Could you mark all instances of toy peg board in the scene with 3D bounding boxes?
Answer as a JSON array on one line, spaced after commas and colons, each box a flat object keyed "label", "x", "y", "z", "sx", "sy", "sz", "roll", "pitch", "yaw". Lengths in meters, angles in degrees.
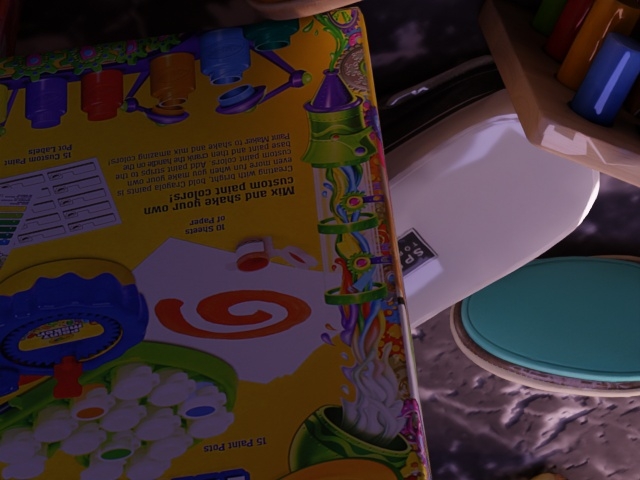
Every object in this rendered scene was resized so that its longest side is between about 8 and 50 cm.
[{"label": "toy peg board", "x": 0.170, "y": -0.081, "z": 0.904, "sx": 0.161, "sy": 0.160, "sz": 0.079, "roll": 20, "pitch": 113, "yaw": -13}]

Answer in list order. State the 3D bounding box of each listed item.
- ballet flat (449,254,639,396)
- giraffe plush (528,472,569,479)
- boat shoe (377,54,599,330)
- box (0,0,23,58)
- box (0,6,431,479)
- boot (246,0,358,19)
[{"label": "ballet flat", "x": 0.195, "y": 0.052, "z": 1.063, "sx": 0.248, "sy": 0.086, "sz": 0.086, "roll": -3, "pitch": 130, "yaw": 4}, {"label": "giraffe plush", "x": 0.097, "y": 0.260, "z": 1.200, "sx": 0.210, "sy": 0.181, "sz": 0.170, "roll": -6, "pitch": 152, "yaw": -6}, {"label": "boat shoe", "x": -0.002, "y": -0.003, "z": 1.006, "sx": 0.306, "sy": 0.105, "sz": 0.113, "roll": -34, "pitch": 117, "yaw": 20}, {"label": "box", "x": -0.226, "y": -0.039, "z": 0.973, "sx": 0.128, "sy": 0.122, "sz": 0.257, "roll": 10, "pitch": 130, "yaw": -7}, {"label": "box", "x": -0.103, "y": 0.078, "z": 0.804, "sx": 0.290, "sy": 0.279, "sz": 0.177, "roll": -8, "pitch": 137, "yaw": 3}, {"label": "boot", "x": 0.007, "y": -0.205, "z": 0.724, "sx": 0.211, "sy": 0.104, "sz": 0.295, "roll": 58, "pitch": 155, "yaw": -10}]
